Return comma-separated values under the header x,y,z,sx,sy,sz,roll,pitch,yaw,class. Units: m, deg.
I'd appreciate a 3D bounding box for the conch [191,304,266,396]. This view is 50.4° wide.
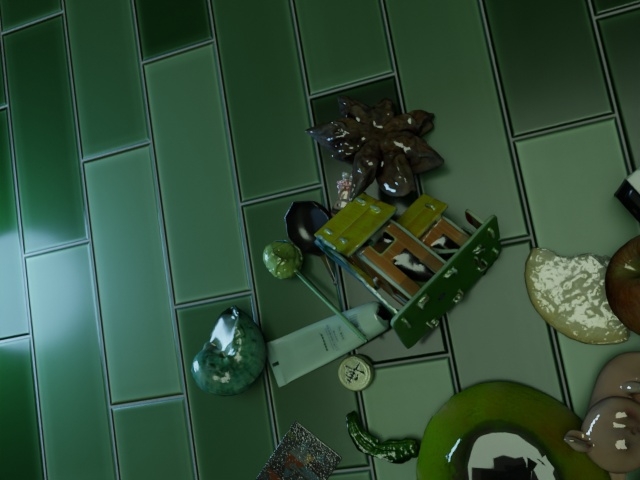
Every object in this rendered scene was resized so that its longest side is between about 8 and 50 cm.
x,y,z,sx,sy,sz,roll,pitch,yaw,class
-0.217,0.281,1.607,0.202,0.134,0.196,-39,34,16,conch

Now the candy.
x,y,z,sx,sy,sz,roll,pitch,yaw,class
-0.009,0.117,1.552,0.092,0.093,0.335,-31,60,-31,candy

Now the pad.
x,y,z,sx,sy,sz,roll,pitch,yaw,class
-0.062,0.549,1.592,0.143,0.003,0.211,34,96,18,pad

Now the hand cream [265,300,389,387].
x,y,z,sx,sy,sz,roll,pitch,yaw,class
0.012,0.232,1.577,0.321,0.067,0.109,-27,78,18,hand cream

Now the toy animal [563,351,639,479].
x,y,z,sx,sy,sz,roll,pitch,yaw,class
0.589,0.330,1.313,0.167,0.154,0.250,35,68,4,toy animal

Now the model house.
x,y,z,sx,sy,sz,roll,pitch,yaw,class
0.150,-0.016,1.406,0.300,0.340,0.324,-46,60,-6,model house

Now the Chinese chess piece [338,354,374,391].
x,y,z,sx,sy,sz,roll,pitch,yaw,class
0.081,0.303,1.554,0.084,0.034,0.084,-2,85,19,Chinese chess piece

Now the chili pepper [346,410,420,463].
x,y,z,sx,sy,sz,roll,pitch,yaw,class
0.132,0.448,1.516,0.182,0.050,0.073,18,97,21,chili pepper

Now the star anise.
x,y,z,sx,sy,sz,roll,pitch,yaw,class
0.117,-0.213,1.514,0.316,0.108,0.315,4,58,-7,star anise

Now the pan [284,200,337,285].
x,y,z,sx,sy,sz,roll,pitch,yaw,class
-0.013,0.001,1.606,0.129,0.048,0.201,2,107,38,pan

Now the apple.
x,y,z,sx,sy,sz,roll,pitch,yaw,class
0.654,0.087,1.288,0.188,0.211,0.211,23,93,-20,apple

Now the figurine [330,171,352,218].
x,y,z,sx,sy,sz,roll,pitch,yaw,class
0.066,-0.094,1.593,0.072,0.054,0.129,11,80,4,figurine

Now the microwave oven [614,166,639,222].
x,y,z,sx,sy,sz,roll,pitch,yaw,class
0.676,-0.100,1.311,0.163,0.205,0.129,-41,74,12,microwave oven

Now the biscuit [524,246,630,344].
x,y,z,sx,sy,sz,roll,pitch,yaw,class
0.543,0.107,1.422,0.265,0.040,0.188,42,100,17,biscuit

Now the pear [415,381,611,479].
x,y,z,sx,sy,sz,roll,pitch,yaw,class
0.381,0.484,1.355,0.399,0.165,0.398,-1,84,14,pear
